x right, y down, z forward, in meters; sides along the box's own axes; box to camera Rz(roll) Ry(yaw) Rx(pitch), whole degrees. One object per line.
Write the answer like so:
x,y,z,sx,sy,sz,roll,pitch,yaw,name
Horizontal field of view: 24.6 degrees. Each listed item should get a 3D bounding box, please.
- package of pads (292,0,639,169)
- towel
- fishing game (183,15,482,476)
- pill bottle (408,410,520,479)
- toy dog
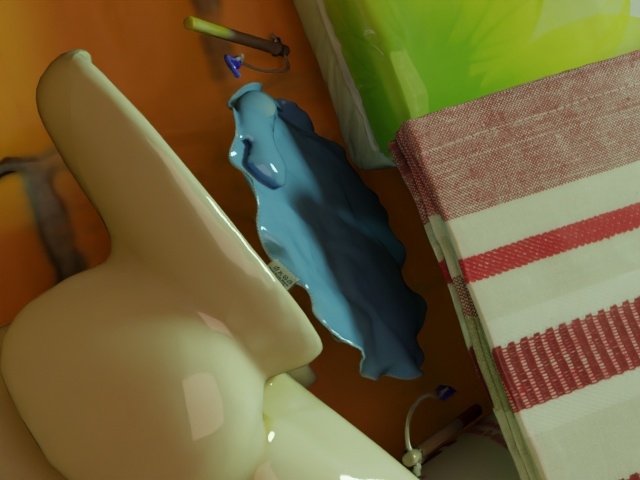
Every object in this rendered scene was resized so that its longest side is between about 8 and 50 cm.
0.083,-0.210,0.873,0.229,0.101,0.296,-19,87,-21,package of pads
0.193,0.059,0.786,0.237,0.037,0.329,-17,83,-23,towel
0.000,0.000,0.799,0.041,0.189,0.264,-30,85,19,fishing game
0.137,0.169,0.847,0.283,0.160,0.160,-31,98,-20,pill bottle
-0.160,0.181,0.683,0.408,0.284,0.395,-39,93,-7,toy dog
